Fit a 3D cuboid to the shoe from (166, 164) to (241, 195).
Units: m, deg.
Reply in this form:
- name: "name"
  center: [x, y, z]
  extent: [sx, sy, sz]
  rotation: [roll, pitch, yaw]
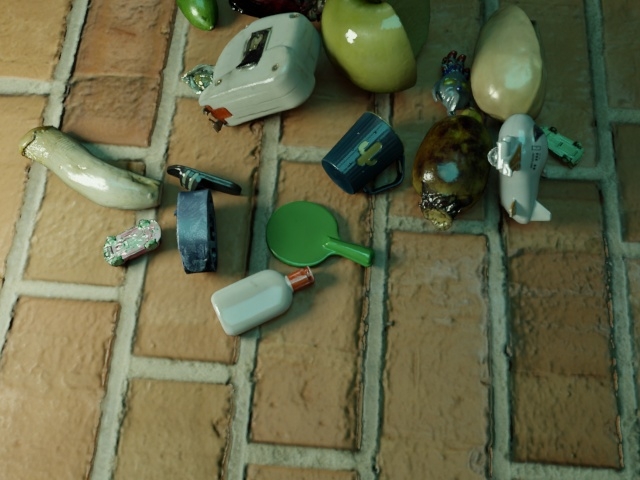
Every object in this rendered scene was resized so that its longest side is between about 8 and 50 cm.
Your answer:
- name: "shoe"
  center: [-0.272, -0.124, 1.508]
  extent: [0.179, 0.071, 0.049]
  rotation: [17, 74, 2]

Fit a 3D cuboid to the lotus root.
- name: "lotus root"
  center: [0.300, -0.180, 1.490]
  extent: [0.169, 0.141, 0.314]
  rotation: [18, 70, 4]

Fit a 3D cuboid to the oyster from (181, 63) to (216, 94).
- name: "oyster"
  center: [-0.277, -0.386, 1.628]
  extent: [0.098, 0.037, 0.100]
  rotation: [-35, 94, 6]

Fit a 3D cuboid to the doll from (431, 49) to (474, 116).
- name: "doll"
  center: [0.327, -0.376, 1.608]
  extent: [0.104, 0.062, 0.194]
  rotation: [28, 58, -30]

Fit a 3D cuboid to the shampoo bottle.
- name: "shampoo bottle"
  center: [-0.118, 0.118, 1.425]
  extent: [0.221, 0.051, 0.108]
  rotation: [-24, 69, -9]

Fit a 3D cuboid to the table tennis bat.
- name: "table tennis bat"
  center: [0.000, 0.000, 1.481]
  extent: [0.257, 0.039, 0.160]
  rotation: [20, 70, 12]

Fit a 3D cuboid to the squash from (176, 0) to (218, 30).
- name: "squash"
  center: [-0.344, -0.706, 1.702]
  extent: [0.107, 0.107, 0.395]
  rotation: [-14, 72, -5]

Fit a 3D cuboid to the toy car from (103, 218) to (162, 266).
- name: "toy car"
  center: [-0.412, 0.008, 1.464]
  extent: [0.142, 0.055, 0.069]
  rotation: [-26, 63, 1]

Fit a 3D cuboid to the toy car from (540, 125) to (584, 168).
- name: "toy car"
  center: [0.562, -0.223, 1.566]
  extent: [0.122, 0.035, 0.059]
  rotation: [37, 73, 21]

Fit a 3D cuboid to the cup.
- name: "cup"
  center: [0.105, -0.178, 1.510]
  extent: [0.155, 0.131, 0.176]
  rotation: [-43, 101, -10]

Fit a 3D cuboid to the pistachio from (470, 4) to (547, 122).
- name: "pistachio"
  center: [0.449, -0.406, 1.552]
  extent: [0.188, 0.187, 0.299]
  rotation: [5, 73, 1]

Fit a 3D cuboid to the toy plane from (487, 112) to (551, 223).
- name: "toy plane"
  center: [0.449, -0.158, 1.460]
  extent: [0.117, 0.245, 0.244]
  rotation: [2, 65, 37]

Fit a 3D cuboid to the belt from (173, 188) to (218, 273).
- name: "belt"
  center: [-0.267, -0.016, 1.427]
  extent: [0.082, 0.141, 0.190]
  rotation: [-6, 72, -1]

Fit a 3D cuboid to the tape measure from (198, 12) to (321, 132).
- name: "tape measure"
  center: [-0.136, -0.397, 1.529]
  extent: [0.258, 0.130, 0.265]
  rotation: [-9, 58, 35]

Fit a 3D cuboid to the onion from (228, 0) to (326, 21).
- name: "onion"
  center: [-0.117, -0.641, 1.601]
  extent: [0.281, 0.221, 0.281]
  rotation: [25, 43, -25]

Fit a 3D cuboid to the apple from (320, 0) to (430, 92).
- name: "apple"
  center: [0.124, -0.487, 1.541]
  extent: [0.234, 0.258, 0.295]
  rotation: [3, 67, 16]

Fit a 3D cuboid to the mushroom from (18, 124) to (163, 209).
- name: "mushroom"
  center: [-0.522, -0.160, 1.507]
  extent: [0.351, 0.095, 0.122]
  rotation: [27, 54, 7]
